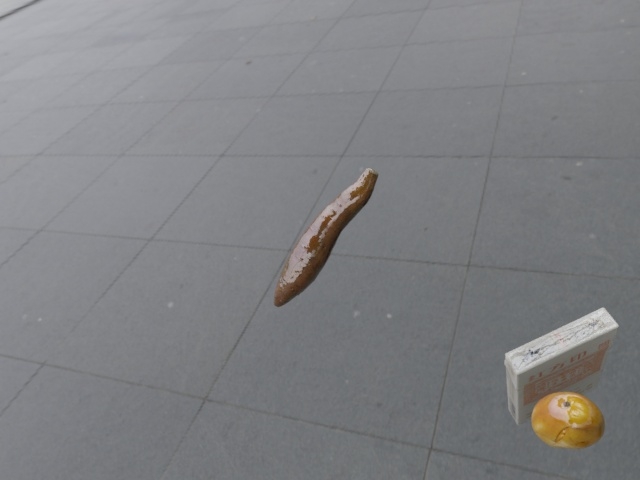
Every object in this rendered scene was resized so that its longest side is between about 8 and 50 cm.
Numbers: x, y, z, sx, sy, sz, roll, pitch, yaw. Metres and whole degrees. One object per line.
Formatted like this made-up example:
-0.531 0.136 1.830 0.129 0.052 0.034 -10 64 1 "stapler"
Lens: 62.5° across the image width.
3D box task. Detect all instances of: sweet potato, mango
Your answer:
-0.001 -0.001 0.785 0.264 0.057 0.057 -57 35 19 "sweet potato"
0.234 0.177 0.506 0.060 0.089 0.046 24 56 20 "mango"

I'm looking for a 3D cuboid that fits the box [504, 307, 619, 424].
0.485 0.274 1.087 0.204 0.365 0.051 -26 52 3 "box"
